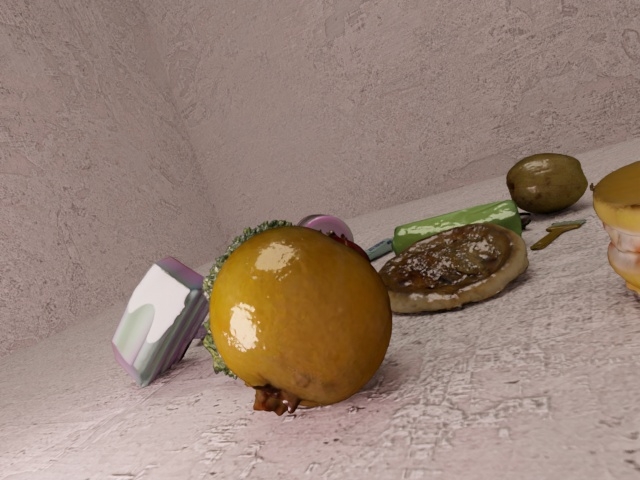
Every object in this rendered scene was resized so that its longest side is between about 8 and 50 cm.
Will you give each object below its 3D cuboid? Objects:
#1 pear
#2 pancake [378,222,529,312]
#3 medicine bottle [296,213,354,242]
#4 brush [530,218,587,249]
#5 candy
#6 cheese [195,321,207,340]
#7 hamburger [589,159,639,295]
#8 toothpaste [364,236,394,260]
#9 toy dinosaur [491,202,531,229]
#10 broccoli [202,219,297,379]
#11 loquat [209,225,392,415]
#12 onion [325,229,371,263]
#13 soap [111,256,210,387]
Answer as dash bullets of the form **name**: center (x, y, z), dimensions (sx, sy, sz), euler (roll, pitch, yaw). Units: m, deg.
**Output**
- **pear**: center (0.697, -0.180, 1.308), dimensions (0.211, 0.188, 0.228), euler (-2, 10, 4)
- **pancake**: center (0.284, 0.059, 0.942), dimensions (0.356, 0.065, 0.356), euler (-23, 21, 9)
- **medicine bottle**: center (0.000, 0.000, 1.640), dimensions (0.212, 0.212, 0.325), euler (-19, 8, -5)
- **brush**: center (0.596, -0.015, 1.057), dimensions (0.218, 0.010, 0.082), euler (-25, 10, -36)
- **candy**: center (0.365, -0.013, 1.137), dimensions (0.344, 0.132, 0.142), euler (-15, -5, 24)
- **cheese**: center (-0.280, 0.241, 1.192), dimensions (0.105, 0.042, 0.191), euler (-9, 9, 45)
- **hamburger**: center (0.540, -0.028, 0.588), dimensions (0.261, 0.186, 0.302), euler (-18, 17, 14)
- **toothpaste**: center (0.166, 0.057, 1.467), dimensions (0.297, 0.048, 0.075), euler (-27, 13, -30)
- **toy dinosaur**: center (0.599, -0.049, 1.281), dimensions (0.179, 0.087, 0.187), euler (17, 19, -12)
- **broccoli**: center (-0.092, 0.138, 0.892), dimensions (0.249, 0.302, 0.375), euler (5, 41, 12)
- **loquat**: center (-0.033, 0.124, 0.627), dimensions (0.275, 0.274, 0.275), euler (-18, 7, 2)
- **onion**: center (0.018, 0.072, 1.155), dimensions (0.248, 0.248, 0.161), euler (-17, 49, 7)
- **soap**: center (-0.346, 0.179, 0.919), dimensions (0.324, 0.109, 0.193), euler (-55, -9, 26)
